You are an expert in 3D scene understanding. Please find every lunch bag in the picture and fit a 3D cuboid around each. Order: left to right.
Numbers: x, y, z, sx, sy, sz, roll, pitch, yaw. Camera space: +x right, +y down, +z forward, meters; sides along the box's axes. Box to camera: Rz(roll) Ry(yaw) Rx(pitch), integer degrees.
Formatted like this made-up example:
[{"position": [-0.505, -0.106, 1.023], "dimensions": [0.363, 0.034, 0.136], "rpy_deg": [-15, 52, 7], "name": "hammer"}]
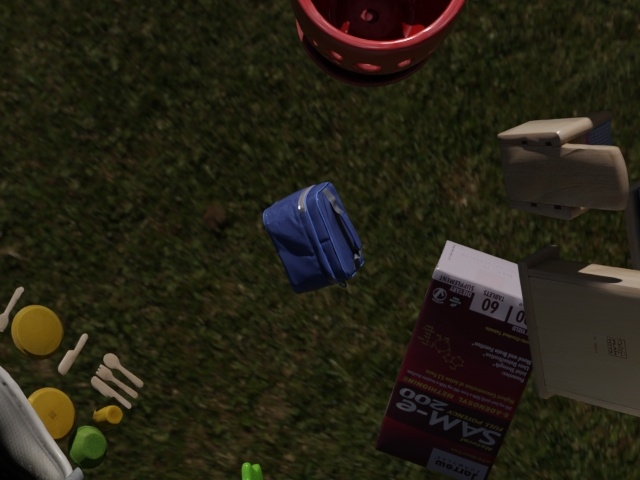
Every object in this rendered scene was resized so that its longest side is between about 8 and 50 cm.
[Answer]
[{"position": [0.000, 0.000, 1.061], "dimensions": [0.065, 0.067, 0.098], "rpy_deg": [-20, 101, 22], "name": "lunch bag"}]

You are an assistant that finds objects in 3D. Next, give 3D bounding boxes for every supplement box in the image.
[{"position": [0.153, 0.134, 1.224], "dimensions": [0.130, 0.073, 0.239], "rpy_deg": [19, 119, 7], "name": "supplement box"}]

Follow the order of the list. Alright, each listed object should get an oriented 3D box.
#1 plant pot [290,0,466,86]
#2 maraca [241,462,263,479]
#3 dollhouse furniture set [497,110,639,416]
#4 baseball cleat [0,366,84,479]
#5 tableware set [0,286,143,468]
[{"position": [0.061, -0.268, 1.251], "dimensions": [0.191, 0.174, 0.191], "rpy_deg": [0, 82, 1], "name": "plant pot"}, {"position": [-0.072, 0.367, 1.452], "dimensions": [0.099, 0.127, 0.186], "rpy_deg": [-11, 113, 13], "name": "maraca"}, {"position": [0.352, -0.002, 1.054], "dimensions": [0.198, 0.303, 0.286], "rpy_deg": [9, 117, 49], "name": "dollhouse furniture set"}, {"position": [-0.173, 0.066, 0.402], "dimensions": [0.206, 0.072, 0.109], "rpy_deg": [15, 115, 8], "name": "baseball cleat"}, {"position": [-0.231, 0.122, 0.995], "dimensions": [0.024, 0.154, 0.104], "rpy_deg": [-23, 33, 47], "name": "tableware set"}]
